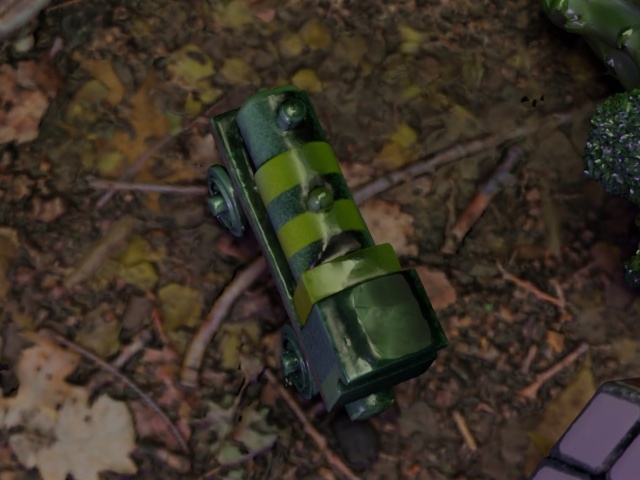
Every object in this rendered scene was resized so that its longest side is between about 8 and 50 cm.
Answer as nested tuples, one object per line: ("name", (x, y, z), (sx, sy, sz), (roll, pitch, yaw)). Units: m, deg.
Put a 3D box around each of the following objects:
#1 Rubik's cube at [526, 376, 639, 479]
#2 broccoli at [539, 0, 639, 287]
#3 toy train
("Rubik's cube", (0.225, 0.207, 0.767), (0.319, 0.319, 0.264), (-33, 51, -19))
("broccoli", (0.237, -0.111, 0.931), (0.254, 0.269, 0.269), (-29, 75, -23))
("toy train", (-0.001, 0.000, 0.888), (0.083, 0.132, 0.200), (-21, 75, -17))
